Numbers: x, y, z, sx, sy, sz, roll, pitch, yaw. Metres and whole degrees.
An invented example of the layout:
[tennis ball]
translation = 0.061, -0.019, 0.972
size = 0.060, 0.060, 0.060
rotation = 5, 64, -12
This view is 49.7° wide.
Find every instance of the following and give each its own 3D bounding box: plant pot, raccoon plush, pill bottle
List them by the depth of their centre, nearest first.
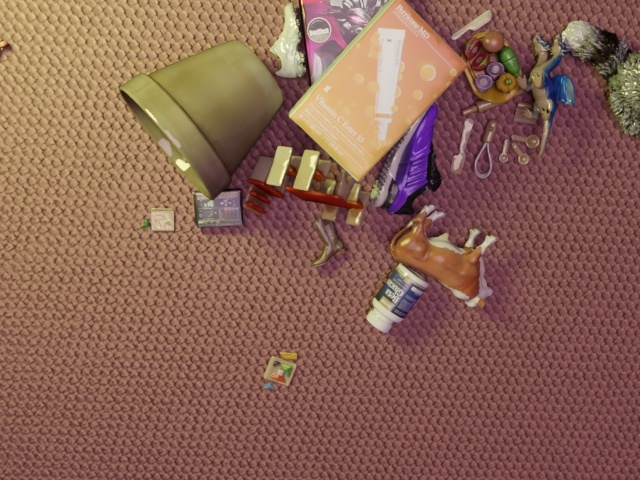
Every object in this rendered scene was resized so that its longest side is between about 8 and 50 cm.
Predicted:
[raccoon plush]
translation = 0.775, -0.350, 1.593
size = 0.446, 0.299, 0.216
rotation = 20, 101, -5
[plant pot]
translation = -0.251, -0.304, 1.594
size = 0.280, 0.323, 0.323
rotation = -42, 100, -10
[pill bottle]
translation = 0.194, 0.151, 1.782
size = 0.094, 0.094, 0.169
rotation = 34, 98, -8

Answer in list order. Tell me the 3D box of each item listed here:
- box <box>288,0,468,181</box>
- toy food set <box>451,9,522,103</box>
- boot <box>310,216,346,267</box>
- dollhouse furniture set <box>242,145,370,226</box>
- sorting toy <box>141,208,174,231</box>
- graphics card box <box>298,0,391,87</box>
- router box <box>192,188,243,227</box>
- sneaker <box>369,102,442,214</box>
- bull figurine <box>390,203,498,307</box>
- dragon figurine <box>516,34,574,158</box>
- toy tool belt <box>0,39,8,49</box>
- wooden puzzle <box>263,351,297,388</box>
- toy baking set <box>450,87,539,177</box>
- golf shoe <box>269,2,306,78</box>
[box]
translation = 0.120, -0.338, 1.551
size = 0.215, 0.168, 0.345
rotation = 41, 99, -12
[toy food set]
translation = 0.408, -0.439, 1.665
size = 0.128, 0.071, 0.218
rotation = -27, 92, 5
[boot]
translation = 0.000, 0.000, 1.775
size = 0.106, 0.037, 0.114
rotation = -29, 105, -9
[dollhouse furniture set]
translation = -0.047, -0.111, 1.648
size = 0.259, 0.262, 0.135
rotation = 13, 80, 33
[sorting toy]
translation = -0.416, -0.053, 1.764
size = 0.083, 0.012, 0.062
rotation = 0, 106, -5
[graphics card box]
translation = 0.071, -0.512, 1.644
size = 0.232, 0.094, 0.371
rotation = -7, 103, -1
[router box]
translation = -0.258, -0.082, 1.750
size = 0.122, 0.038, 0.092
rotation = -2, 102, -2
[sneaker]
translation = 0.244, -0.195, 1.718
size = 0.146, 0.102, 0.293
rotation = 22, 105, -10
[bull figurine]
translation = 0.334, 0.041, 1.763
size = 0.310, 0.101, 0.188
rotation = 27, 94, -11
[dragon figurine]
translation = 0.558, -0.354, 1.677
size = 0.144, 0.085, 0.289
rotation = -26, 107, -31
[toy tool belt]
translation = -0.796, -0.467, 1.648
size = 0.083, 0.052, 0.051
rotation = -31, 109, 4
[wooden puzzle]
translation = -0.108, 0.350, 1.855
size = 0.078, 0.014, 0.116
rotation = 15, 101, -4
[toy baking set]
translation = 0.438, -0.266, 1.737
size = 0.256, 0.030, 0.197
rotation = -17, 102, 2
[golf shoe]
translation = -0.084, -0.478, 1.662
size = 0.086, 0.069, 0.176
rotation = -5, 101, 5
